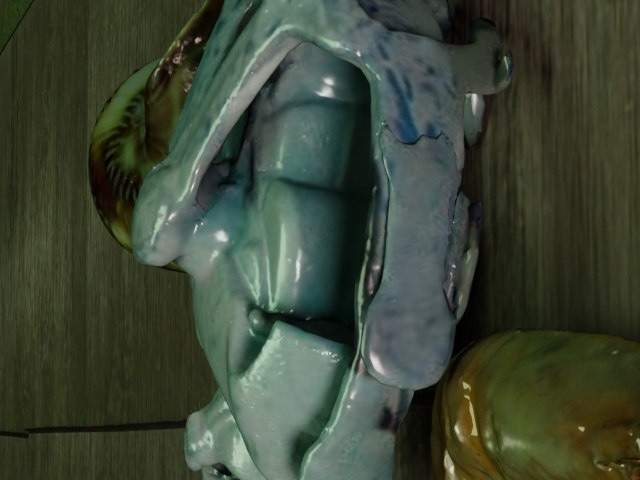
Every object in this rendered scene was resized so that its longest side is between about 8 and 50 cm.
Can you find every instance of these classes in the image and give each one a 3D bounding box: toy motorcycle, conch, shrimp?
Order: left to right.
[{"bbox_3d":[-0.054,-0.068,0.906,0.187,0.124,0.181,-60,16,5],"label":"conch"},{"bbox_3d":[0.000,0.000,0.705,0.206,0.154,0.260,-19,62,62],"label":"toy motorcycle"},{"bbox_3d":[0.100,0.097,0.557,0.267,0.061,0.145,154,112,-65],"label":"shrimp"}]
